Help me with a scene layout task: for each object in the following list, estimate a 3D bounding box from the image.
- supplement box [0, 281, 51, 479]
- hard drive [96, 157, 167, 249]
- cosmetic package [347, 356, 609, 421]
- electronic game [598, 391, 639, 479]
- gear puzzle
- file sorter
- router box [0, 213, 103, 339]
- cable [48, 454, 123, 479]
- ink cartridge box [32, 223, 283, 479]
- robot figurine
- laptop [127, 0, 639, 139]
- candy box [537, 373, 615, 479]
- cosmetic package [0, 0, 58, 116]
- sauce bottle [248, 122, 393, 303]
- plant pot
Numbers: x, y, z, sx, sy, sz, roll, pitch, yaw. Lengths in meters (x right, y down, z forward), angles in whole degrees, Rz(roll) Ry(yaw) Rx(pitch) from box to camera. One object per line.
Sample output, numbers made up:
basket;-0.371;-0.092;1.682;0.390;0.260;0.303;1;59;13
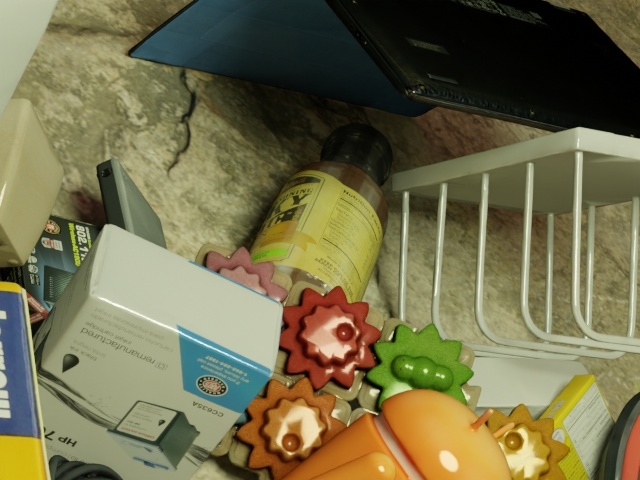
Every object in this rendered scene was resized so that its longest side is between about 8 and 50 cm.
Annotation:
supplement box;-0.339;0.139;0.845;0.357;0.194;0.195;5;50;-26
hard drive;-0.150;0.008;1.366;0.094;0.022;0.135;59;10;-47
cosmetic package;0.129;0.151;1.420;0.239;0.099;0.060;5;41;-40
electronic game;0.304;0.241;1.421;0.229;0.048;0.229;16;69;-50
gear puzzle;0.035;0.131;1.272;0.339;0.044;0.175;22;71;-2
file sorter;0.214;0.016;1.468;0.193;0.278;0.173;8;81;-29
router box;-0.204;0.034;1.311;0.092;0.038;0.122;16;38;-30
cable;-0.162;0.223;1.077;0.150;0.047;0.184;55;41;-1
ink cartridge box;-0.133;0.099;1.152;0.140;0.190;0.082;25;35;-16
robot figurine;0.044;0.193;1.174;0.158;0.219;0.128;49;6;-25
laptop;0.090;-0.130;1.556;0.382;0.236;0.408;8;33;-36
candy box;0.190;0.211;1.365;0.206;0.027;0.105;-42;116;-40
cosmetic package;-0.449;-0.156;1.059;0.394;0.327;0.329;44;34;14
sauce bottle;0.000;0.000;1.483;0.111;0.111;0.344;33;31;-5
plant pot;-0.266;-0.037;1.262;0.109;0.109;0.096;-3;59;7
